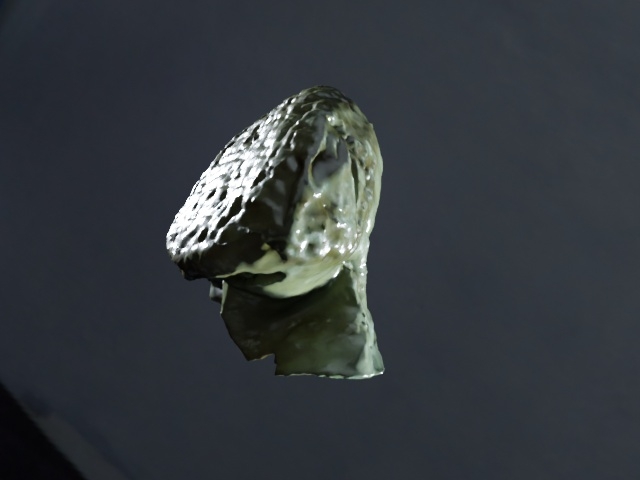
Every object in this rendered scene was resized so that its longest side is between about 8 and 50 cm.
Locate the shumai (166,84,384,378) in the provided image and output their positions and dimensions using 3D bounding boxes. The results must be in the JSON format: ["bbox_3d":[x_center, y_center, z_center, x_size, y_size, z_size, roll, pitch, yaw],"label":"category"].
[{"bbox_3d":[0.000,0.000,1.273,0.288,0.330,0.292,42,136,-19],"label":"shumai"}]
